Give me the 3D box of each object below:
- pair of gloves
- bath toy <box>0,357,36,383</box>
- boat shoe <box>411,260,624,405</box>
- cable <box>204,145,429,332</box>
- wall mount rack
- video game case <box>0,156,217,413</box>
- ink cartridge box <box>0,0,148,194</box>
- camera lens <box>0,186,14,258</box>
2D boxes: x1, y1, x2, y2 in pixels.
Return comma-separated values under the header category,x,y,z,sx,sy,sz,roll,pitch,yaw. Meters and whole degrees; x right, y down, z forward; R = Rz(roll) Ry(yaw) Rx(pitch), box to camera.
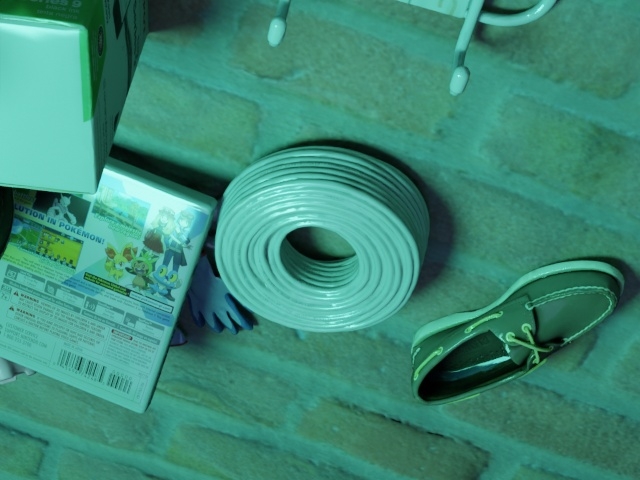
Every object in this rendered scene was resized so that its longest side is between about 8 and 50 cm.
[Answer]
category,x,y,z,sx,sy,sz,roll,pitch,yaw
pair of gloves,-0.185,0.075,2.068,0.198,0.023,0.159,-10,130,25
bath toy,-0.456,0.133,2.117,0.348,0.151,0.129,-19,83,28
boat shoe,0.239,0.119,1.972,0.305,0.091,0.109,-27,122,31
cable,0.000,0.000,1.915,0.257,0.089,0.257,29,131,-14
wall mount rack,0.084,-0.303,1.596,0.350,0.130,0.304,15,133,-3
video game case,-0.320,0.024,1.950,0.329,0.036,0.300,22,114,4
ink cartridge box,-0.260,-0.221,1.636,0.121,0.289,0.211,6,133,3
camera lens,-0.497,-0.032,1.812,0.274,0.219,0.219,-9,132,45
